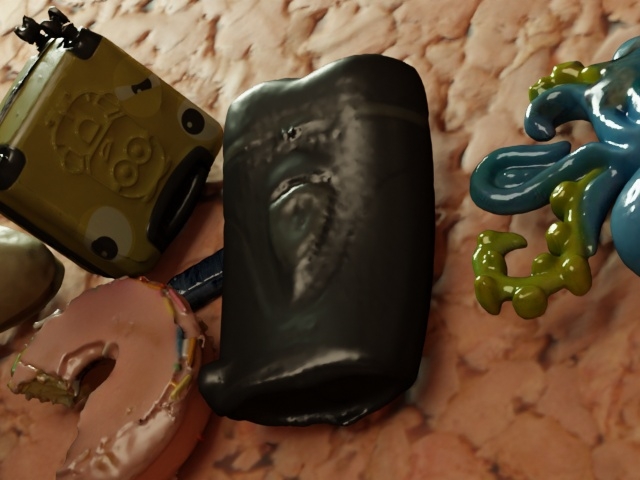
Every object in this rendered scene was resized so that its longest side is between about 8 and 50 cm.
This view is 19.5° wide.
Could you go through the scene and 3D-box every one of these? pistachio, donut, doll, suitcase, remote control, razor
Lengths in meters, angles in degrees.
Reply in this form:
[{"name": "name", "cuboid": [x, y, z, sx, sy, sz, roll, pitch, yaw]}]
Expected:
[{"name": "pistachio", "cuboid": [-0.350, 0.046, 1.882, 0.184, 0.124, 0.124, -12, 51, 8]}, {"name": "donut", "cuboid": [-0.179, 0.134, 1.713, 0.199, 0.085, 0.233, -39, 43, 9]}, {"name": "doll", "cuboid": [0.284, -0.058, 1.505, 0.346, 0.099, 0.341, -23, 35, 17]}, {"name": "suitcase", "cuboid": [-0.230, -0.086, 1.817, 0.143, 0.235, 0.194, 1, 58, 60]}, {"name": "remote control", "cuboid": [-0.082, 0.021, 1.765, 0.152, 0.027, 0.043, -30, 41, 13]}, {"name": "razor", "cuboid": [0.001, 0.000, 1.645, 0.204, 0.113, 0.349, -12, 57, 23]}]
